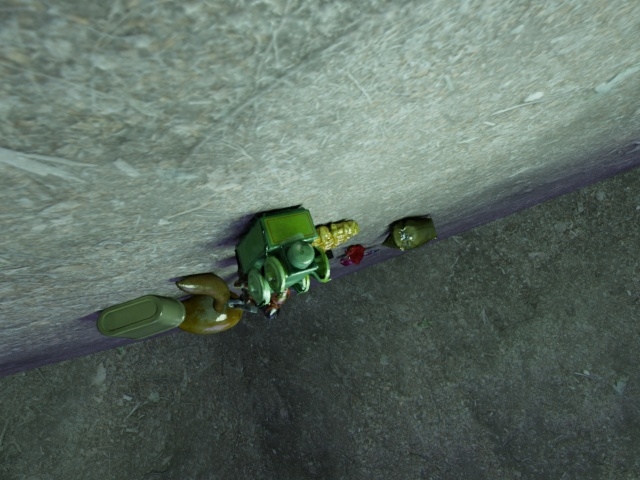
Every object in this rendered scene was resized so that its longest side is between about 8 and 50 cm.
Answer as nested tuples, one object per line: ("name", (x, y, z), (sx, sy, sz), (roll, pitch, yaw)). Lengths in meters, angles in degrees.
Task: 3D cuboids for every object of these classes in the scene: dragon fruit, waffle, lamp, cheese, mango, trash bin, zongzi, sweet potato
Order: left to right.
("trash bin", (-0.651, 0.283, 1.476), (0.243, 0.121, 0.247), (-18, 167, -5))
("mango", (-0.478, 0.296, 1.679), (0.316, 0.193, 0.146), (-2, 144, -23))
("sweet potato", (-0.375, 0.174, 1.387), (0.108, 0.079, 0.346), (-23, 152, -1))
("lamp", (-0.173, 0.115, 1.267), (0.223, 0.151, 0.215), (8, -173, -33))
("waffle", (0.000, -0.001, 1.295), (0.253, 0.056, 0.249), (-15, 169, -34))
("dragon fruit", (0.163, 0.050, 1.878), (0.063, 0.097, 0.131), (-27, 148, 27))
("cheese", (0.200, 0.085, 2.144), (0.244, 0.062, 0.155), (-16, 171, -22))
("zongzi", (0.319, -0.007, 1.687), (0.274, 0.125, 0.251), (-19, 173, 36))

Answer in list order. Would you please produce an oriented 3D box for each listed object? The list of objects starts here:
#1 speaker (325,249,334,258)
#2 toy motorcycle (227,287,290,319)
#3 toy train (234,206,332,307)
("speaker", (-0.056, 0.091, 1.740), (0.218, 0.044, 0.082), (-23, 170, 24))
("toy motorcycle", (-0.242, 0.202, 1.504), (0.401, 0.207, 0.134), (-16, 158, 37))
("toy train", (-0.096, 0.041, 0.959), (0.159, 0.188, 0.272), (-14, 167, -29))
